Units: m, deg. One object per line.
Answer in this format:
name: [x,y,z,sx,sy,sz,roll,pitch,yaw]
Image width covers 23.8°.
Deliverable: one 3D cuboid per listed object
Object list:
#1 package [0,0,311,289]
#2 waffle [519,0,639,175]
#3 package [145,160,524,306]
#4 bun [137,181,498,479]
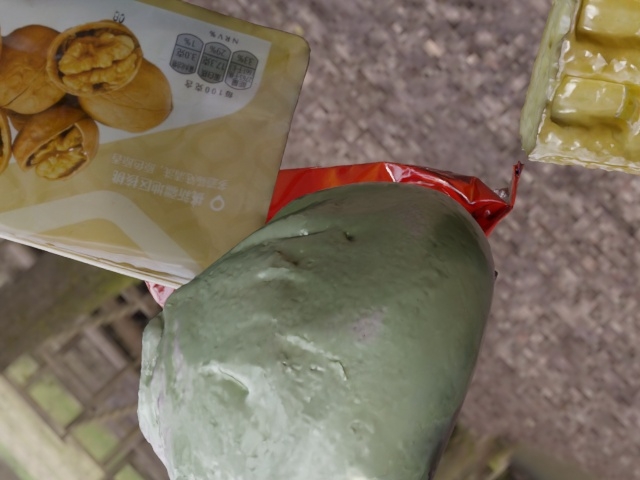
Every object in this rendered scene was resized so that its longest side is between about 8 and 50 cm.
package: [-0.185,-0.076,1.182,0.311,0.221,0.165,14,161,-4]
waffle: [0.237,-0.166,0.982,0.057,0.168,0.274,-107,25,-63]
package: [-0.001,0.000,1.579,0.196,0.423,0.123,80,-175,-78]
bun: [-0.020,0.085,0.962,0.187,0.293,0.293,28,167,-3]
